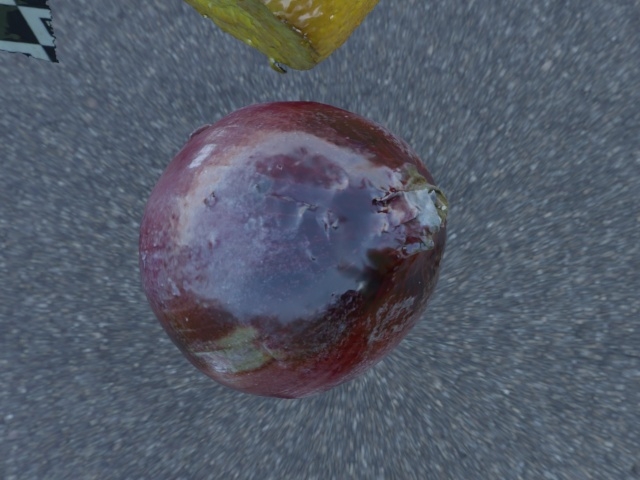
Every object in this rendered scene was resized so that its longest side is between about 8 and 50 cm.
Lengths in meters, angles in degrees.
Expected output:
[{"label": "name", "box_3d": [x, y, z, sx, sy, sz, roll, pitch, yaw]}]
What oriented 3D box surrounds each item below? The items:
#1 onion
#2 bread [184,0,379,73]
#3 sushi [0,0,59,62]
[{"label": "onion", "box_3d": [0.000, 0.000, 0.565, 0.159, 0.195, 0.159, 9, 76, -38]}, {"label": "bread", "box_3d": [-0.090, -0.363, 1.161, 0.398, 0.398, 0.215, 35, 87, 4]}, {"label": "sushi", "box_3d": [-0.391, -0.310, 0.981, 0.320, 0.339, 0.069, 11, 126, -28]}]
